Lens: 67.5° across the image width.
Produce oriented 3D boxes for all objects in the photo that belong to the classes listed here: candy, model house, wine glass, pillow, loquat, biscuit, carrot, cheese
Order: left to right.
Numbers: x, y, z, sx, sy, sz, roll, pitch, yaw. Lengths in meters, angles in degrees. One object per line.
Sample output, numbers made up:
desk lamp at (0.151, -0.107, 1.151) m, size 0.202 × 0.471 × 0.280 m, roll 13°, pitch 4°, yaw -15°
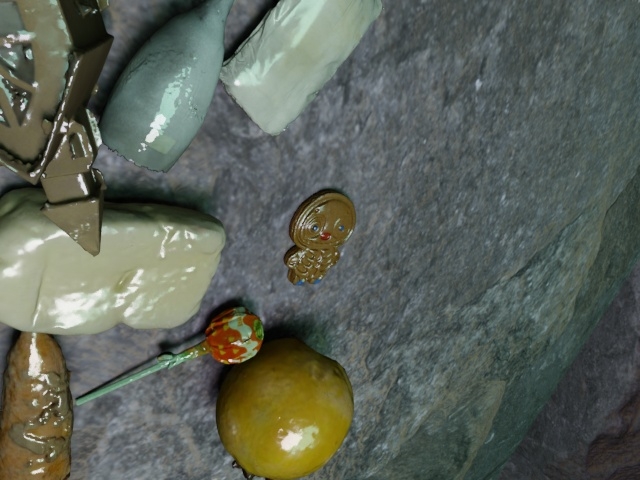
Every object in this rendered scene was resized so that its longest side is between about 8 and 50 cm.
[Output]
model house at (-0.246, -0.089, 0.393) m, size 0.176 × 0.181 × 0.248 m, roll -13°, pitch 118°, yaw -10°
carrot at (-0.363, 0.205, 0.605) m, size 0.101 × 0.102 × 0.263 m, roll -4°, pitch 119°, yaw -36°
cheese at (-0.249, 0.026, 0.559) m, size 0.263 × 0.093 × 0.159 m, roll 4°, pitch 114°, yaw -38°
candy at (-0.223, 0.179, 0.723) m, size 0.287 × 0.084 × 0.078 m, roll -21°, pitch 129°, yaw -12°
wine glass at (-0.078, -0.179, 0.415) m, size 0.096 × 0.264 × 0.309 m, roll 28°, pitch 101°, yaw -37°
loquat at (-0.061, 0.287, 0.803) m, size 0.243 × 0.244 × 0.244 m, roll -20°, pitch 131°, yaw -25°
pillow at (-0.018, -0.239, 0.574) m, size 0.229 × 0.051 × 0.128 m, roll -50°, pitch 144°, yaw 5°
biscuit at (0.000, 0.000, 0.781) m, size 0.124 × 0.026 × 0.175 m, roll -3°, pitch 122°, yaw -36°
